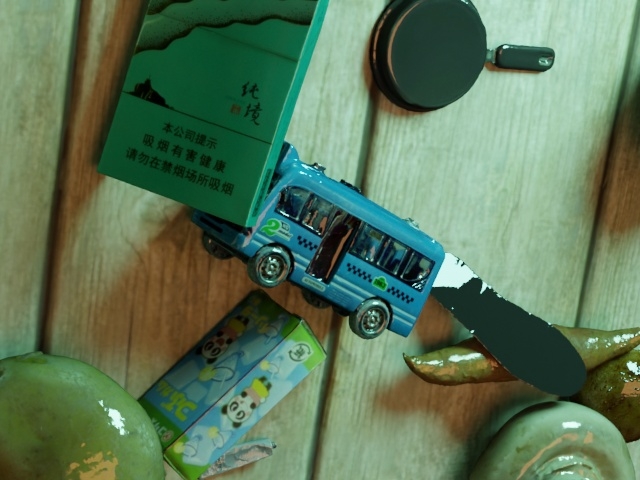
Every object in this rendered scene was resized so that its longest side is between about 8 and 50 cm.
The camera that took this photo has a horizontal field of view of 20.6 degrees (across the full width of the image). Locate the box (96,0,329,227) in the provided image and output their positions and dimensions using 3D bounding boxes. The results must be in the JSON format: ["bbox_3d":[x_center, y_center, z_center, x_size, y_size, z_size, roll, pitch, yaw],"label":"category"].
[{"bbox_3d":[-0.102,-0.145,1.642,0.042,0.161,0.226,-14,124,-75],"label":"box"}]

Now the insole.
[{"bbox_3d":[0.202,0.096,1.933,0.232,0.003,0.080,38,64,-13],"label":"insole"}]

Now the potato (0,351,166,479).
[{"bbox_3d":[-0.246,0.212,1.666,0.235,0.160,0.178,49,60,-16],"label":"potato"}]

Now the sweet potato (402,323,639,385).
[{"bbox_3d":[0.223,0.123,1.976,0.314,0.072,0.066,0,132,-27],"label":"sweet potato"}]

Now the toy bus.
[{"bbox_3d":[0.000,0.000,1.766,0.246,0.113,0.134,30,90,-35],"label":"toy bus"}]

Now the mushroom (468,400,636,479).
[{"bbox_3d":[0.279,0.284,1.987,0.206,0.209,0.206,0,90,-45],"label":"mushroom"}]

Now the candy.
[{"bbox_3d":[-0.096,0.145,1.770,0.194,0.097,0.062,-43,126,-11],"label":"candy"}]

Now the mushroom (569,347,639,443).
[{"bbox_3d":[0.352,0.184,2.071,0.127,0.087,0.127,-3,116,-5],"label":"mushroom"}]

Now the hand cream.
[{"bbox_3d":[-0.089,0.227,1.850,0.093,0.019,0.030,-16,112,-24],"label":"hand cream"}]

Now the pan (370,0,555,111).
[{"bbox_3d":[0.159,-0.197,1.846,0.235,0.028,0.136,1,107,-31],"label":"pan"}]
